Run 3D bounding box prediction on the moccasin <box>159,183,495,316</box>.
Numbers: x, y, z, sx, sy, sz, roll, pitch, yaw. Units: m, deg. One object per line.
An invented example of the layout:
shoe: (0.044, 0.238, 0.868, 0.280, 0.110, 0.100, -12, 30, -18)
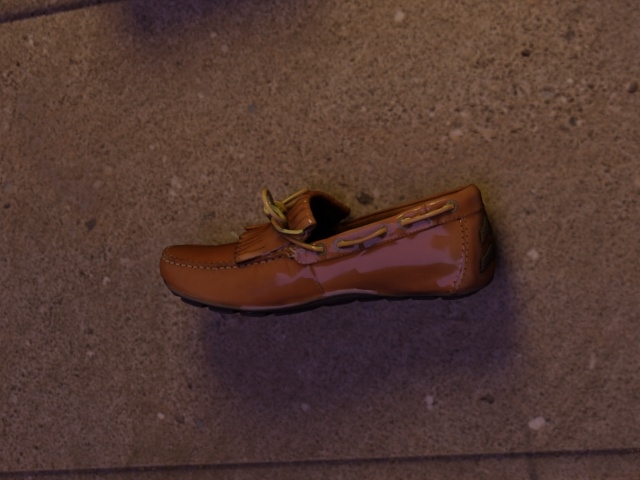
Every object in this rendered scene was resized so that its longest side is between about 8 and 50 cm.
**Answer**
moccasin: (-0.001, 0.001, 1.944, 0.380, 0.139, 0.147, -5, 103, 27)
